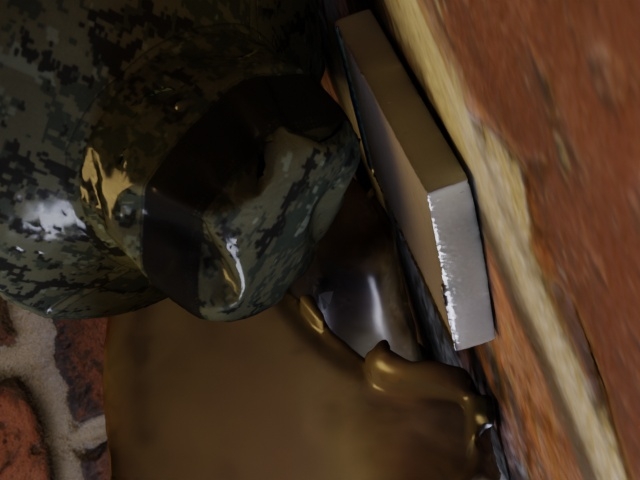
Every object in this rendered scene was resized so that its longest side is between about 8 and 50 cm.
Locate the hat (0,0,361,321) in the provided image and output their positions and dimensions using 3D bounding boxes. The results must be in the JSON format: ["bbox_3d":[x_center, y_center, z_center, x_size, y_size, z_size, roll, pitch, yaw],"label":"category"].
[{"bbox_3d":[-0.054,-0.036,0.657,0.128,0.265,0.265,37,157,31],"label":"hat"}]

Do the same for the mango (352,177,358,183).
[{"bbox_3d":[-0.001,-0.005,0.986,0.163,0.089,0.111,32,-134,-75],"label":"mango"}]

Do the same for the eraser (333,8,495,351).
[{"bbox_3d":[0.044,-0.033,0.623,0.150,0.023,0.104,-112,5,-48],"label":"eraser"}]

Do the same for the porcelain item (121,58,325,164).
[{"bbox_3d":[-0.124,-0.179,0.856,0.286,0.157,0.281,61,-169,-14],"label":"porcelain item"}]

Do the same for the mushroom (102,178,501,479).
[{"bbox_3d":[0.000,0.191,0.862,0.314,0.224,0.397,-115,7,-48],"label":"mushroom"}]
